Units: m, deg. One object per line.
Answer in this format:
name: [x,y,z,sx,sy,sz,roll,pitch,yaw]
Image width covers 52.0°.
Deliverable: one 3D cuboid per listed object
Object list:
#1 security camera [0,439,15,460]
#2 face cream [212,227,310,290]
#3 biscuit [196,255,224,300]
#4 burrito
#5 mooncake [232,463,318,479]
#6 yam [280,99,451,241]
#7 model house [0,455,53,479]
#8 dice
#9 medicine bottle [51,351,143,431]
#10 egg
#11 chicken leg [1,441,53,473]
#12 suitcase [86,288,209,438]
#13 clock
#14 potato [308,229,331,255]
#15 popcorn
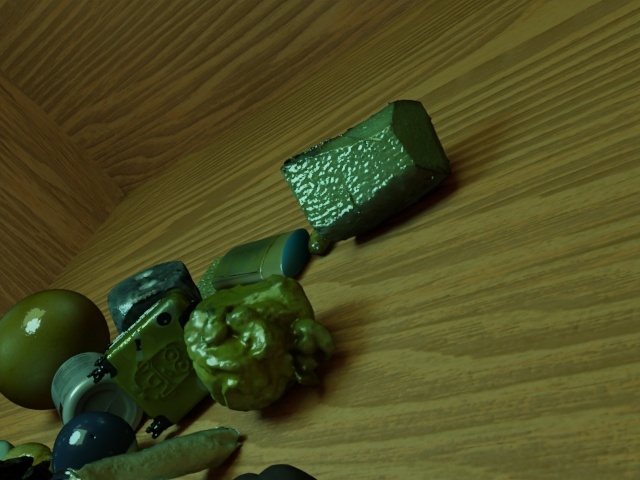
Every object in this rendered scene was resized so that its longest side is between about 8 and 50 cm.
security camera: [-0.787,0.606,1.507,0.157,0.080,0.302,-17,39,3]
face cream: [-0.130,0.044,1.470,0.285,0.067,0.139,-14,35,50]
biscuit: [-0.278,0.109,1.667,0.144,0.016,0.203,-17,34,47]
burrito: [-0.241,0.328,0.966,0.275,0.059,0.082,-2,-16,-46]
mooncake: [-0.062,0.361,0.699,0.245,0.133,0.245,-41,16,15]
yam: [0.101,-0.137,1.260,0.271,0.203,0.201,-32,-12,34]
model house: [-0.677,0.527,1.193,0.317,0.282,0.297,-30,25,26]
dice: [-0.334,0.159,1.391,0.181,0.182,0.183,-24,20,-13]
medicine bottle: [-0.489,0.331,1.415,0.157,0.157,0.288,-49,23,-18]
egg: [-0.679,0.272,1.656,0.351,0.282,0.283,-53,13,34]
chicken leg: [-0.609,0.486,1.430,0.251,0.087,0.107,-15,26,39]
suitcase: [-0.283,0.219,1.235,0.235,0.194,0.143,-42,12,-2]
clock: [-0.414,0.419,1.157,0.199,0.146,0.243,-32,31,34]
potato: [0.000,0.000,1.374,0.051,0.040,0.083,-15,33,25]
popcorn: [-0.097,0.171,1.066,0.265,0.192,0.233,11,36,35]
